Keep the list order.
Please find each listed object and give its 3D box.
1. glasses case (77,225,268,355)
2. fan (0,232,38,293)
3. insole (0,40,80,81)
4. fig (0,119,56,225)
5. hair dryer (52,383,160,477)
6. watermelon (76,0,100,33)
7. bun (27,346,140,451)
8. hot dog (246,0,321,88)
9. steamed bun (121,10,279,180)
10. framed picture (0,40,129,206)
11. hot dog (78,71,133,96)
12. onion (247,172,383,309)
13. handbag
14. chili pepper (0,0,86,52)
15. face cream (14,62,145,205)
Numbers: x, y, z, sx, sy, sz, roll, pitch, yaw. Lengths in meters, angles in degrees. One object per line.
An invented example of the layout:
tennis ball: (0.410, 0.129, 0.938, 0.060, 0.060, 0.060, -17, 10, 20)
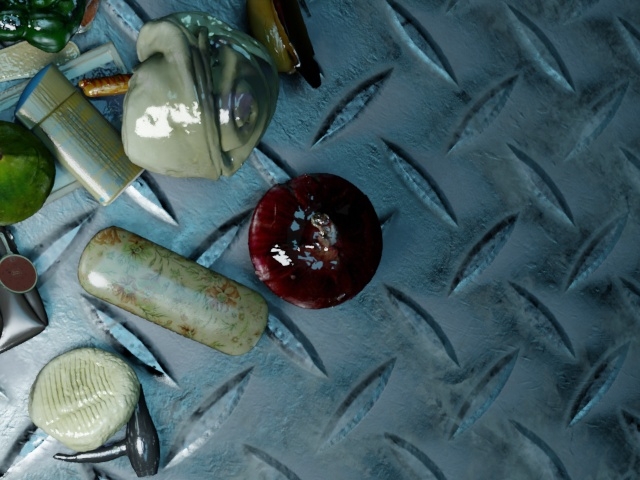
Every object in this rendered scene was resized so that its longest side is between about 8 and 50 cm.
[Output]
glasses case: (-0.310, 0.112, 1.782, 0.425, 0.098, 0.157, 27, 78, -18)
fan: (-0.608, 0.044, 1.645, 0.085, 0.005, 0.133, -14, 77, -47)
insole: (-0.621, -0.367, 1.715, 0.247, 0.011, 0.081, -19, 97, -19)
fig: (-0.592, -0.131, 1.575, 0.203, 0.235, 0.203, 1, 89, -30)
hair dryer: (-0.455, 0.418, 1.753, 0.219, 0.075, 0.196, -11, 83, -13)
watermelon: (-0.476, -0.522, 1.717, 0.071, 0.139, 0.187, -8, 92, -50)
bun: (-0.476, 0.323, 1.693, 0.220, 0.134, 0.221, 1, 51, -2)
hot dog: (-0.101, -0.489, 1.859, 0.107, 0.194, 0.326, -18, 68, 21)
steamed bun: (-0.229, -0.299, 1.701, 0.352, 0.247, 0.340, 6, 85, -43)
framed picture: (-0.525, -0.238, 1.740, 0.335, 0.022, 0.247, -30, 103, -19)
hot dog: (-0.430, -0.327, 1.734, 0.144, 0.062, 0.038, -10, 117, -20)
onion: (0.000, 0.000, 1.828, 0.313, 0.232, 0.314, 1, 88, -20)
handbag: (-0.708, 0.118, 1.631, 0.285, 0.113, 0.257, -23, 90, -19)
chili pepper: (-0.581, -0.494, 1.605, 0.233, 0.256, 0.249, -1, 91, -26)
face cream: (-0.494, -0.216, 1.700, 0.285, 0.067, 0.139, 49, 58, -18)
